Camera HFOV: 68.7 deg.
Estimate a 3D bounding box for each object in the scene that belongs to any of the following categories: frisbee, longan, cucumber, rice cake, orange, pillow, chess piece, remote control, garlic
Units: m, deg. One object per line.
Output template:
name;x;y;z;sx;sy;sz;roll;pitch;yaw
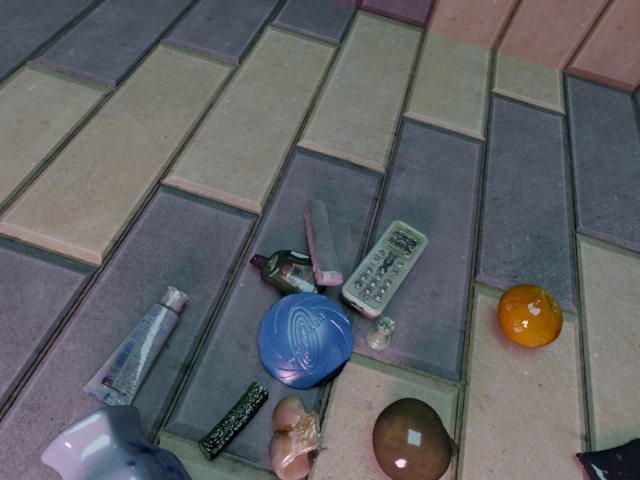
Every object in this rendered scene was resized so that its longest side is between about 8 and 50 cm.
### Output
frisbee;-0.036;0.244;1.167;0.242;0.045;0.241;1;73;-4
longan;0.213;0.446;1.041;0.205;0.159;0.184;16;52;-16
cucumber;-0.192;0.406;1.055;0.058;0.058;0.187;36;57;15
rice cake;0.000;0.000;1.326;0.073;0.056;0.364;8;36;-16
orange;0.567;0.205;1.276;0.178;0.155;0.177;40;35;-36
pillow;0.735;0.560;1.123;0.209;0.055;0.141;-6;48;-16
chess piece;0.159;0.238;1.210;0.067;0.103;0.067;5;55;-7
remote control;0.189;0.077;1.354;0.128;0.065;0.335;32;56;15
garlic;-0.055;0.435;1.045;0.124;0.099;0.174;-12;52;4

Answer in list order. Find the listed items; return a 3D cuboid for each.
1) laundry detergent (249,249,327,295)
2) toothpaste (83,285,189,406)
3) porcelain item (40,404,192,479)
laundry detergent;-0.087;0.084;1.293;0.222;0.078;0.144;26;53;11
toothpaste;-0.424;0.248;1.123;0.114;0.073;0.299;26;62;7
porcelain item;-0.329;0.512;0.849;0.179;0.242;0.405;-36;71;-6
